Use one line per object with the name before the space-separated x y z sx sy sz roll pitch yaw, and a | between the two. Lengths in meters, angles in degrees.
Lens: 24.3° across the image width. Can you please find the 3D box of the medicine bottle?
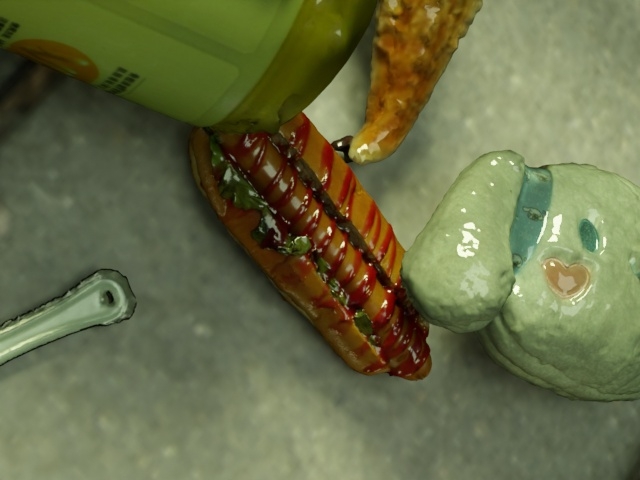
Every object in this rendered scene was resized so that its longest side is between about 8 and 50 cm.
medicine bottle | -0.090 -0.121 0.507 0.239 0.124 0.124 21 74 -22

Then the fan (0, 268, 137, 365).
fan | -0.163 0.060 0.520 0.227 0.008 0.152 -27 98 -30

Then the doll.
doll | 0.117 0.019 0.659 0.214 0.071 0.103 13 66 -36

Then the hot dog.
hot dog | 0.001 0.000 0.610 0.062 0.038 0.144 -46 108 -27

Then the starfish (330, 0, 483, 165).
starfish | 0.048 -0.258 0.626 0.398 0.132 0.384 -31 105 -27
